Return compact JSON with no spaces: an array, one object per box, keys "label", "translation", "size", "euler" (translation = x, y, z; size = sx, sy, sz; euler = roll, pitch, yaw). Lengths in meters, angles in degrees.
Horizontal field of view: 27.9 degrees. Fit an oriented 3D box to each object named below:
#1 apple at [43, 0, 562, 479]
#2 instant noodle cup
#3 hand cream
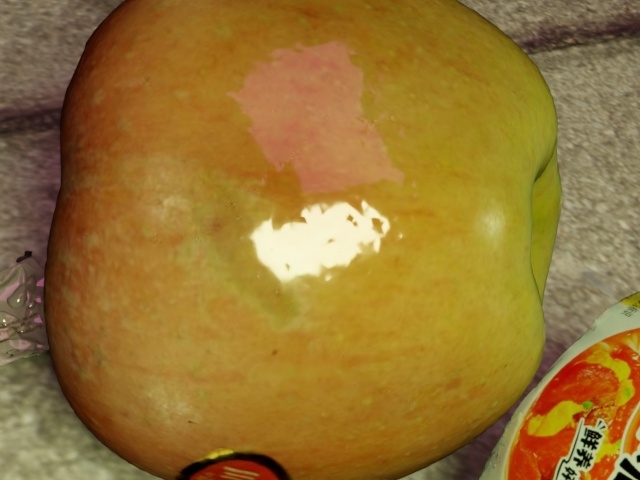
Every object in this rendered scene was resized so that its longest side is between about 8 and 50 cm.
[{"label":"apple","translation":[0.000,0.000,0.790],"size":[0.305,0.338,0.338],"euler":[6,40,0]},{"label":"instant noodle cup","translation":[0.226,0.166,0.775],"size":[0.200,0.264,0.264],"euler":[36,41,30]},{"label":"hand cream","translation":[-0.274,0.065,0.819],"size":[0.257,0.050,0.084],"euler":[-13,51,-43]}]
